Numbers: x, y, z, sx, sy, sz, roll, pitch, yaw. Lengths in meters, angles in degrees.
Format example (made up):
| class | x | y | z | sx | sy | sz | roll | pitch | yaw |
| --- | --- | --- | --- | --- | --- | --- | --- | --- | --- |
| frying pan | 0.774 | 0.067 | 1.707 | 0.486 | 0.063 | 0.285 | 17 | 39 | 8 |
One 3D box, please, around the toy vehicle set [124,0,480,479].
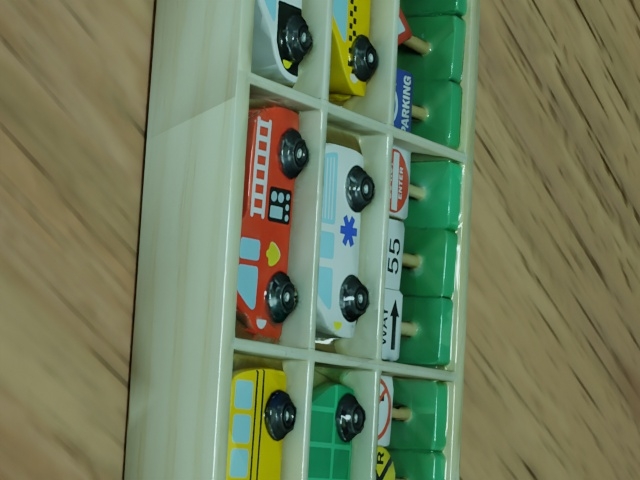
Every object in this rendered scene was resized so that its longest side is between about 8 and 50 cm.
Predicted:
| class | x | y | z | sx | sy | sz | roll | pitch | yaw |
| --- | --- | --- | --- | --- | --- | --- | --- | --- | --- |
| toy vehicle set | 0.000 | 0.000 | 0.653 | 0.166 | 0.035 | 0.267 | 12 | 79 | -58 |
